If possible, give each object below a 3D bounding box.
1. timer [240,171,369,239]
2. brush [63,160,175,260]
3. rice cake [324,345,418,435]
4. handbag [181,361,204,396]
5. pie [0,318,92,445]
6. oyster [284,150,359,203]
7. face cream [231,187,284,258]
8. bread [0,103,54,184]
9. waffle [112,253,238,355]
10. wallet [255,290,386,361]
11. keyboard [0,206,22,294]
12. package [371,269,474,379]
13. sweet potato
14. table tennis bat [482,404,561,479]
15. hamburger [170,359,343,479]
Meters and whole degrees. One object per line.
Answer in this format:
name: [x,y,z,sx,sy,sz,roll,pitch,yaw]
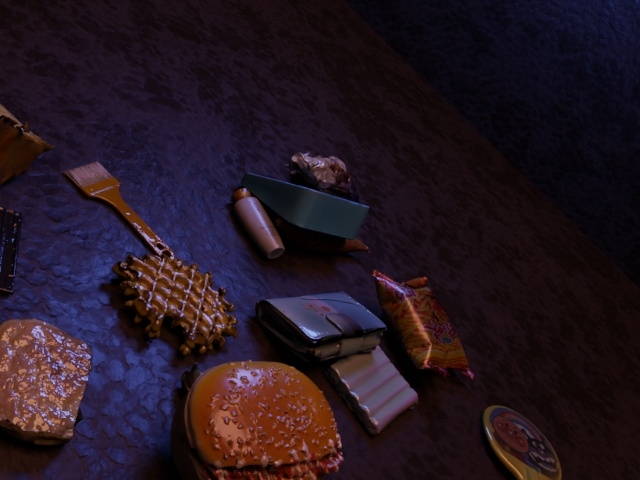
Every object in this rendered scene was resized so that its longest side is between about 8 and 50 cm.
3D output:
timer: [-0.040,-0.103,1.949,0.232,0.091,0.250,12,16,-46]
brush: [-0.386,-0.054,1.635,0.272,0.013,0.103,45,30,7]
rice cake: [0.110,0.299,1.709,0.189,0.037,0.198,52,31,20]
handbag: [-0.199,0.261,1.388,0.072,0.047,0.111,-5,56,-51]
pie: [-0.426,0.196,1.207,0.185,0.052,0.218,30,33,-22]
oyster: [0.024,-0.171,2.159,0.275,0.100,0.271,31,7,-19]
face cream: [-0.142,-0.039,1.856,0.072,0.051,0.182,-6,52,-41]
bread: [-0.600,-0.237,1.386,0.248,0.279,0.315,35,41,4]
waffle: [-0.260,0.111,1.522,0.228,0.051,0.232,50,30,22]
wallet: [0.005,0.170,1.697,0.176,0.075,0.250,37,24,34]
keyboard: [-0.534,0.011,1.374,0.064,0.010,0.198,20,35,-29]
package: [0.237,0.203,1.926,0.223,0.108,0.288,12,47,-49]
sweet potato: [0.000,0.000,1.964,0.314,0.072,0.066,18,-5,-40]
table tennis bat: [0.456,0.502,1.825,0.224,0.054,0.368,33,26,-12]
hamburger: [-0.095,0.302,1.307,0.295,0.151,0.227,2,66,-43]
